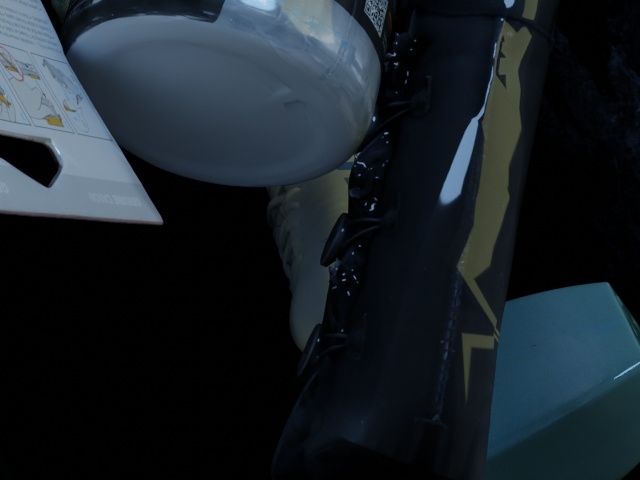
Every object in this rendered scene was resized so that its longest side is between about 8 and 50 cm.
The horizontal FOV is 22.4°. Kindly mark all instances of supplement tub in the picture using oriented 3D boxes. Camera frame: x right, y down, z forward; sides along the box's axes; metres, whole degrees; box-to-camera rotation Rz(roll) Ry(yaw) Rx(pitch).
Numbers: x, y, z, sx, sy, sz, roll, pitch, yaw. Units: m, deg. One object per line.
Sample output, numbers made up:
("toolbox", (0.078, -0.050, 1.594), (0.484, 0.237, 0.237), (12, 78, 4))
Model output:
("supplement tub", (-0.038, -0.224, 1.091), (0.207, 0.207, 0.338), (47, 48, -46))

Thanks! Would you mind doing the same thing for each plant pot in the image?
("plant pot", (0.201, 0.155, 1.498), (0.165, 0.234, 0.165), (49, 17, -44))

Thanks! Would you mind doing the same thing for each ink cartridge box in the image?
("ink cartridge box", (-0.217, -0.111, 0.848), (0.261, 0.066, 0.296), (63, 13, 9))

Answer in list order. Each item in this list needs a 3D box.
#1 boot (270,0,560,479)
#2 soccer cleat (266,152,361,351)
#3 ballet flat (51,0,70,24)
("boot", (0.066, -0.015, 1.176), (0.367, 0.146, 0.445), (111, -11, -72))
("soccer cleat", (0.000, 0.000, 1.410), (0.143, 0.116, 0.331), (29, 23, 1))
("ballet flat", (-0.159, -0.239, 1.303), (0.123, 0.123, 0.348), (56, 13, -19))
